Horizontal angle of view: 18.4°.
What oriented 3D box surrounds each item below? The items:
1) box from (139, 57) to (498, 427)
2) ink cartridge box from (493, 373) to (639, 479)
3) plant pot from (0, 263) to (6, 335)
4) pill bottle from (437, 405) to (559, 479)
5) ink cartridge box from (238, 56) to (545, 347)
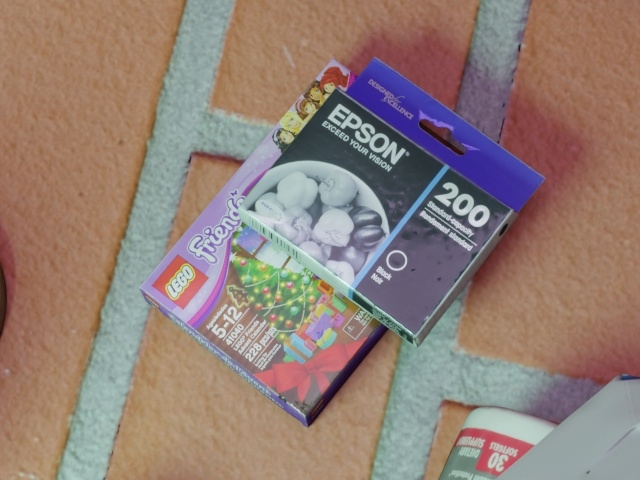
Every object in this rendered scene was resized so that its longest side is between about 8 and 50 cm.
[{"bbox_3d":[0.000,0.000,1.854,0.201,0.057,0.293,37,78,12],"label":"box"},{"bbox_3d":[0.264,0.345,1.587,0.270,0.395,0.151,-35,29,-32],"label":"ink cartridge box"},{"bbox_3d":[-0.419,0.048,1.829,0.237,0.110,0.237,-1,74,3],"label":"plant pot"},{"bbox_3d":[0.146,0.318,1.693,0.176,0.176,0.319,23,76,9],"label":"pill bottle"},{"bbox_3d":[0.068,-0.044,1.812,0.206,0.045,0.208,36,76,11],"label":"ink cartridge box"}]
